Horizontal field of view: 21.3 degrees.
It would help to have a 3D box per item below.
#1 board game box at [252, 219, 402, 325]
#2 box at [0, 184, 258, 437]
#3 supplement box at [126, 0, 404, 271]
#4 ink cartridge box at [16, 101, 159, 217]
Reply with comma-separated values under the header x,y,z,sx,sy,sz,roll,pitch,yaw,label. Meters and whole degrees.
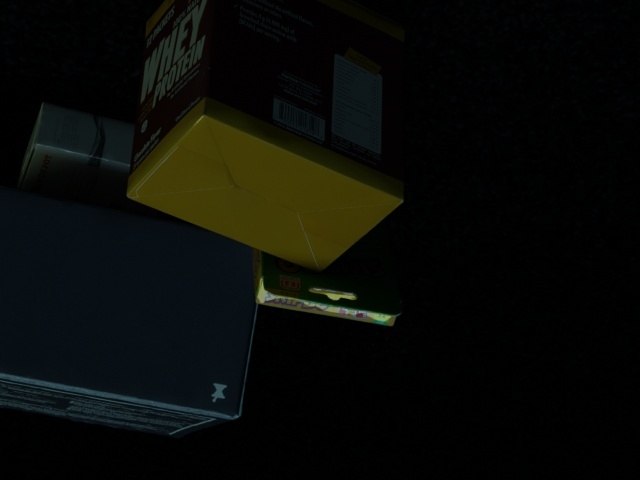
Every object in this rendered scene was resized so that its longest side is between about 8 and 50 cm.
x,y,z,sx,sy,sz,roll,pitch,yaw,label
0.000,0.000,1.544,0.124,0.259,0.039,10,116,-10,board game box
-0.231,0.073,1.645,0.296,0.183,0.294,12,169,-13,box
-0.043,-0.112,1.431,0.191,0.194,0.129,22,140,-25,supplement box
-0.213,-0.070,1.622,0.135,0.056,0.099,13,144,-15,ink cartridge box
